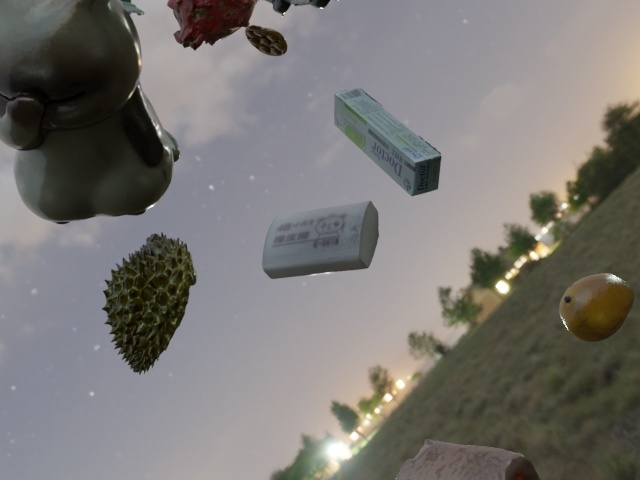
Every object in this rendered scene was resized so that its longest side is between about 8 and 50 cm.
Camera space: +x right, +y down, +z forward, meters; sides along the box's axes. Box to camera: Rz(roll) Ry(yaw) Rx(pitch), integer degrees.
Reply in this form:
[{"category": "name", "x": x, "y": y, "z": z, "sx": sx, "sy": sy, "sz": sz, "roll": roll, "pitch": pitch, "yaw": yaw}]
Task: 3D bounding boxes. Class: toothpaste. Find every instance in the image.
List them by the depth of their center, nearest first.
[{"category": "toothpaste", "x": 0.129, "y": -0.211, "z": 1.651, "sx": 0.067, "sy": 0.336, "sz": 0.081, "roll": -17, "pitch": -51, "yaw": -20}]

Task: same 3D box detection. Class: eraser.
[{"category": "eraser", "x": 0.000, "y": 0.000, "z": 1.956, "sx": 0.095, "sy": 0.270, "sz": 0.174, "roll": 51, "pitch": -139, "yaw": -42}]

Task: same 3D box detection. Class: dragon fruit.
[{"category": "dragon fruit", "x": -0.240, "y": -0.538, "z": 1.783, "sx": 0.210, "sy": 0.205, "sz": 0.268, "roll": 90, "pitch": -158, "yaw": -82}]

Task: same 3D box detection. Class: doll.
[{"category": "doll", "x": -0.316, "y": -0.172, "z": 1.045, "sx": 0.370, "sy": 0.215, "sz": 0.226, "roll": 79, "pitch": -164, "yaw": -57}]

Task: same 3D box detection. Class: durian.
[{"category": "durian", "x": -0.327, "y": 0.099, "z": 1.601, "sx": 0.172, "sy": 0.306, "sz": 0.166, "roll": -6, "pitch": -32, "yaw": 5}]

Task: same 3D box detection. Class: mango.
[{"category": "mango", "x": 0.632, "y": 0.150, "z": 1.825, "sx": 0.227, "sy": 0.147, "sz": 0.109, "roll": -10, "pitch": -3, "yaw": -36}]

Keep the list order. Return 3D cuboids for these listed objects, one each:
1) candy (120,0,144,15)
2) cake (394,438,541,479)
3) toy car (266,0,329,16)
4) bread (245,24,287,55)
[{"category": "candy", "x": -0.527, "y": -0.512, "z": 1.435, "sx": 0.263, "sy": 0.398, "sz": 0.172, "roll": -22, "pitch": -40, "yaw": -48}, {"category": "cake", "x": 0.279, "y": 0.532, "z": 1.461, "sx": 0.230, "sy": 0.308, "sz": 0.237, "roll": -1, "pitch": 40, "yaw": 41}, {"category": "toy car", "x": -0.072, "y": -0.453, "z": 1.350, "sx": 0.321, "sy": 0.141, "sz": 0.097, "roll": 27, "pitch": 96, "yaw": 63}, {"category": "bread", "x": -0.127, "y": -0.469, "z": 1.884, "sx": 0.110, "sy": 0.110, "sz": 0.024, "roll": 93, "pitch": -158, "yaw": -73}]
